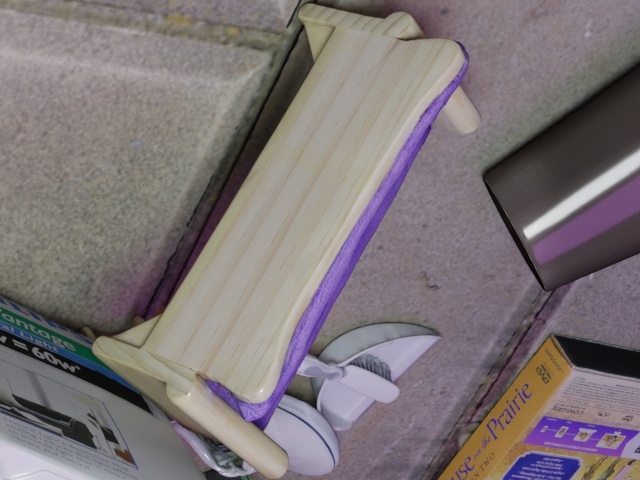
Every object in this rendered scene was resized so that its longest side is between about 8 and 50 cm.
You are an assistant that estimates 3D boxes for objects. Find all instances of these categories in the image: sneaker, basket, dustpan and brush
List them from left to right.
[{"bbox_3d":[-0.076,0.191,1.659,0.094,0.091,0.258,-19,142,35],"label":"sneaker"},{"bbox_3d":[0.026,0.131,1.698,0.147,0.060,0.211,-46,136,17],"label":"dustpan and brush"},{"bbox_3d":[0.282,-0.059,1.602,0.227,0.154,0.204,-29,137,4],"label":"basket"}]

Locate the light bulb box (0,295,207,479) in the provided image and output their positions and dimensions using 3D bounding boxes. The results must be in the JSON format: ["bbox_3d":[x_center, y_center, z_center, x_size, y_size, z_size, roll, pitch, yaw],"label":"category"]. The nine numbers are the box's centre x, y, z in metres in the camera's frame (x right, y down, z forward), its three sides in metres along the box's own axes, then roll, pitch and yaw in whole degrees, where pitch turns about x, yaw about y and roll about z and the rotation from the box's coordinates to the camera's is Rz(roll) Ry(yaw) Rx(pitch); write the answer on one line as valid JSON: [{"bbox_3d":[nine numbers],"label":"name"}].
[{"bbox_3d":[-0.285,0.258,1.333,0.225,0.361,0.358,29,98,-28],"label":"light bulb box"}]

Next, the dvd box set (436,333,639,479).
[{"bbox_3d":[0.269,0.298,2.004,0.307,0.062,0.420,12,123,-38],"label":"dvd box set"}]

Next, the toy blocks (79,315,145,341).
[{"bbox_3d":[-0.231,0.134,1.558,0.148,0.054,0.123,-12,135,-20],"label":"toy blocks"}]

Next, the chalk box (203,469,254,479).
[{"bbox_3d":[-0.108,0.367,1.763,0.289,0.180,0.179,-21,138,-9],"label":"chalk box"}]

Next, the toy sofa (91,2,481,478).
[{"bbox_3d":[0.000,0.000,1.356,0.363,0.177,0.150,-60,140,-16],"label":"toy sofa"}]
